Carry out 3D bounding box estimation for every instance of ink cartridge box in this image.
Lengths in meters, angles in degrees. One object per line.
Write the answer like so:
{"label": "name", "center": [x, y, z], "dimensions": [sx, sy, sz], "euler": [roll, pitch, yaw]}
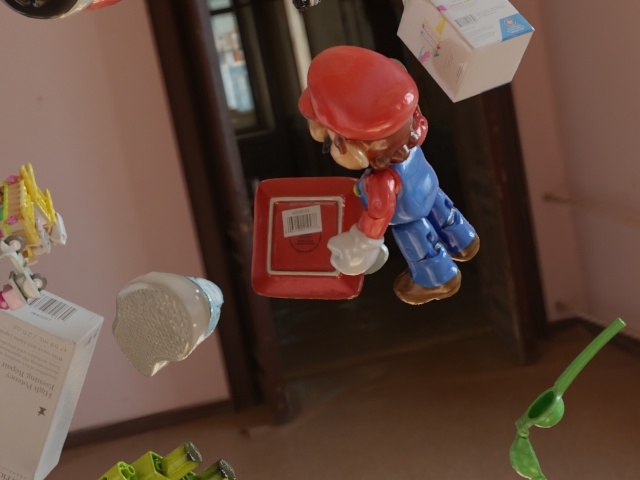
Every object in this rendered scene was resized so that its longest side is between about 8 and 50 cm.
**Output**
{"label": "ink cartridge box", "center": [0.163, -0.253, 1.302], "dimensions": [0.092, 0.143, 0.090], "euler": [-22, -29, -24]}

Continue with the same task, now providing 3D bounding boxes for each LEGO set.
{"label": "LEGO set", "center": [-0.373, -0.015, 1.280], "dimensions": [0.107, 0.132, 0.287], "euler": [-16, 16, -4]}

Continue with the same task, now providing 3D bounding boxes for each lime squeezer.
{"label": "lime squeezer", "center": [0.296, 0.239, 1.367], "dimensions": [0.110, 0.310, 0.059], "euler": [12, 12, 17]}

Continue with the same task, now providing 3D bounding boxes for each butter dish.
{"label": "butter dish", "center": [0.000, 0.000, 1.473], "dimensions": [0.160, 0.160, 0.118], "euler": [0, -5, 23]}

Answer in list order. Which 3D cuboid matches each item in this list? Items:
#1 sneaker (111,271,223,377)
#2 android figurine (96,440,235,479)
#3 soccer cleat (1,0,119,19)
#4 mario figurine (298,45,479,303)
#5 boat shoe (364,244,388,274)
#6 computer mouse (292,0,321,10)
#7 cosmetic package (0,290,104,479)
{"label": "sneaker", "center": [-0.205, 0.092, 1.596], "dimensions": [0.150, 0.135, 0.366], "euler": [-40, 3, -24]}
{"label": "android figurine", "center": [-0.271, 0.419, 1.716], "dimensions": [0.273, 0.248, 0.056], "euler": [-37, 46, 11]}
{"label": "soccer cleat", "center": [-0.145, -0.291, 0.625], "dimensions": [0.109, 0.318, 0.116], "euler": [10, 23, 24]}
{"label": "mario figurine", "center": [0.062, -0.084, 1.281], "dimensions": [0.170, 0.320, 0.198], "euler": [-24, 31, 9]}
{"label": "boat shoe", "center": [0.070, 0.029, 2.110], "dimensions": [0.183, 0.065, 0.083], "euler": [-26, 15, 42]}
{"label": "computer mouse", "center": [-0.077, -0.453, 1.815], "dimensions": [0.042, 0.193, 0.106], "euler": [-41, 9, 28]}
{"label": "cosmetic package", "center": [-0.349, 0.175, 1.295], "dimensions": [0.117, 0.231, 0.085], "euler": [23, 23, 6]}
